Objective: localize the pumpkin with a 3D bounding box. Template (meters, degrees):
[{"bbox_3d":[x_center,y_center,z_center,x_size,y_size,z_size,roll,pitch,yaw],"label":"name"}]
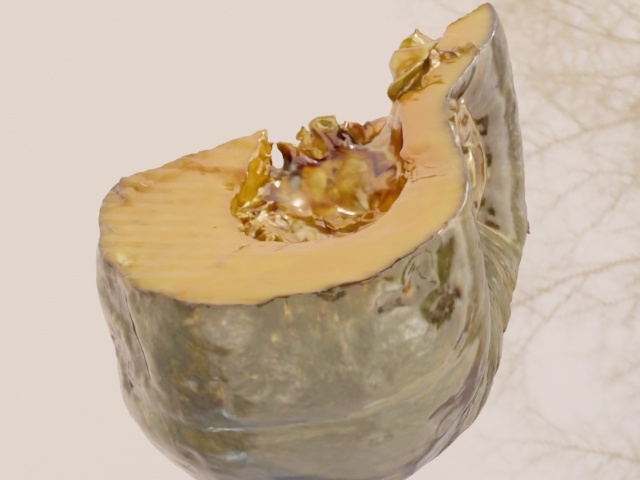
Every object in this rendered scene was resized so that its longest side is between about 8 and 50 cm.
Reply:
[{"bbox_3d":[0.000,0.001,0.697,0.280,0.190,0.139,-69,-30,-52],"label":"pumpkin"}]
